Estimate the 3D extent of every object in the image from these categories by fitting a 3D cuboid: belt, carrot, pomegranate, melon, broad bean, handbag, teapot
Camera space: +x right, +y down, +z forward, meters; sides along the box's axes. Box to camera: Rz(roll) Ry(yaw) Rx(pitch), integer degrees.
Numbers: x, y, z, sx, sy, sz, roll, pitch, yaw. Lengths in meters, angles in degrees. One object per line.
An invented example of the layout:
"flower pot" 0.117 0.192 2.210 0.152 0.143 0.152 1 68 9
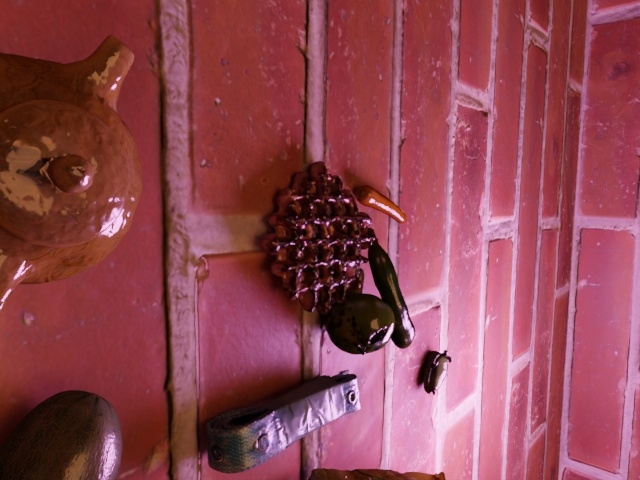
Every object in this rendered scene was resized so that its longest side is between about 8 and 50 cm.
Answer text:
"belt" -0.046 0.271 0.742 0.302 0.087 0.072 -4 85 -49
"carrot" 0.131 -0.067 0.940 0.190 0.037 0.037 21 79 -49
"pomegranate" 0.067 0.129 0.840 0.122 0.122 0.161 27 47 -47
"melon" -0.262 0.235 0.466 0.114 0.114 0.167 30 69 -46
"broad bean" 0.141 0.118 0.918 0.144 0.050 0.291 -99 171 -65
"handbag" 0.278 0.322 1.142 0.072 0.047 0.111 52 55 -37
"teapot" -0.249 -0.046 0.409 0.203 0.167 0.311 36 68 -45

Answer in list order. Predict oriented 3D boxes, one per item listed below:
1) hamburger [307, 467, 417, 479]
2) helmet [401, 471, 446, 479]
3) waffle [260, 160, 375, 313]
"hamburger" 0.067 0.493 0.769 0.288 0.192 0.167 9 93 -19
"helmet" 0.176 0.571 0.972 0.257 0.140 0.205 53 49 -73
"waffle" 0.000 0.000 0.777 0.221 0.056 0.234 49 53 -30
